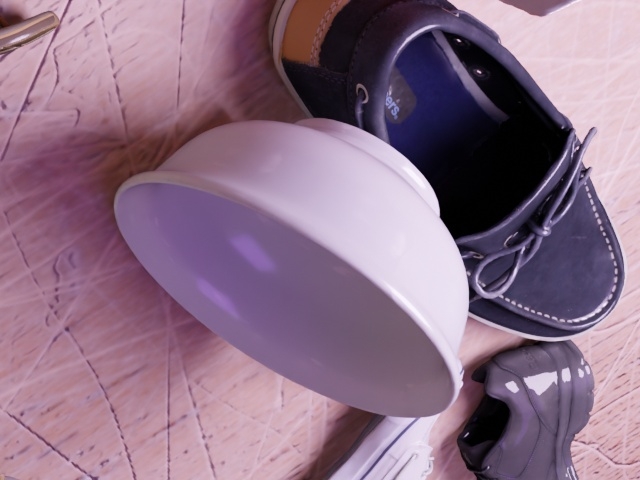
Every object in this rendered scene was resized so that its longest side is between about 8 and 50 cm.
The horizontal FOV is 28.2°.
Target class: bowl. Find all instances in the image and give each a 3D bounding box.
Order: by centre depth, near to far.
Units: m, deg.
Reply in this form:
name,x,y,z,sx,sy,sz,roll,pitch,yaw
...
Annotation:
name,x,y,z,sx,sy,sz,roll,pitch,yaw
bowl,0.000,0.000,0.983,0.298,0.298,0.134,51,61,-38

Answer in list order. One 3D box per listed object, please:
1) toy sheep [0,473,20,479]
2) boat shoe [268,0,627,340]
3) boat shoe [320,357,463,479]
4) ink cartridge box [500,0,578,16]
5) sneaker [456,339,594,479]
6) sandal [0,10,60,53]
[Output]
name,x,y,z,sx,sy,sz,roll,pitch,yaw
toy sheep,-0.262,0.241,1.044,0.091,0.091,0.132,-29,139,-17
boat shoe,0.146,-0.047,1.104,0.187,0.156,0.500,-48,130,-4
boat shoe,0.071,0.207,1.221,0.076,0.083,0.226,41,102,0
ink cartridge box,0.235,-0.236,0.963,0.385,0.308,0.091,-25,123,-19
sneaker,0.203,0.233,1.325,0.130,0.109,0.286,-10,109,-20
sandal,-0.265,-0.141,0.866,0.180,0.072,0.049,-14,99,-21
